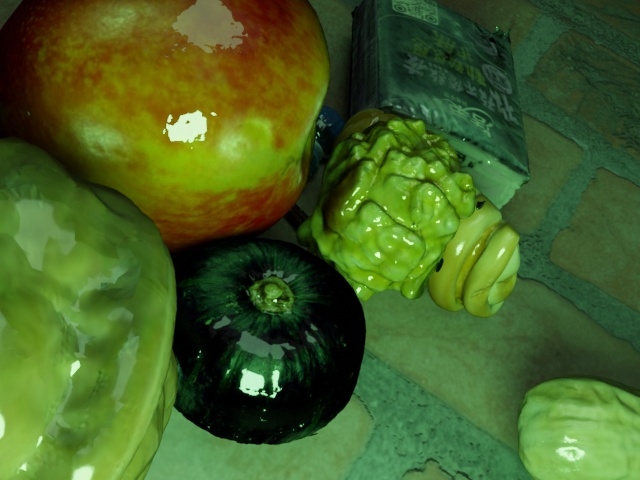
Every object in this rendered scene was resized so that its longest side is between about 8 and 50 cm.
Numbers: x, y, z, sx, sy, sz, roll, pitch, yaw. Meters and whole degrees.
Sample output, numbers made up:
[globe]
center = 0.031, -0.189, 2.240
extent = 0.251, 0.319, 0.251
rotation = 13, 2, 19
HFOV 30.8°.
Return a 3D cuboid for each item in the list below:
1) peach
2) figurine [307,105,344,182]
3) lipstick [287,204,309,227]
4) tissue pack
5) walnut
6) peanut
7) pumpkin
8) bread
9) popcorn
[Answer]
[peach]
center = -0.177, -0.162, 1.293
extent = 0.388, 0.388, 0.388
rotation = 15, 41, -13
[figurine]
center = -0.011, -0.132, 1.567
extent = 0.077, 0.079, 0.136
rotation = 59, 24, -27
[lipstick]
center = 0.000, 0.000, 1.466
extent = 0.027, 0.027, 0.176
rotation = -18, 55, -40
[tissue pack]
center = 0.170, -0.221, 1.711
extent = 0.259, 0.122, 0.361
rotation = 23, 40, -17
[walnut]
center = -0.286, 0.098, 0.967
extent = 0.383, 0.383, 0.383
rotation = 15, 41, -13
[peanut]
center = 0.351, 0.239, 1.300
extent = 0.313, 0.152, 0.152
rotation = 14, 41, -21
[pumpkin]
center = -0.063, 0.104, 1.211
extent = 0.233, 0.163, 0.233
rotation = 13, 41, -12
[bread]
center = 0.117, -0.032, 1.457
extent = 0.121, 0.173, 0.311
rotation = -33, 58, -20
[popcorn]
center = 0.076, -0.032, 1.296
extent = 0.169, 0.189, 0.218
rotation = 20, 28, -7
